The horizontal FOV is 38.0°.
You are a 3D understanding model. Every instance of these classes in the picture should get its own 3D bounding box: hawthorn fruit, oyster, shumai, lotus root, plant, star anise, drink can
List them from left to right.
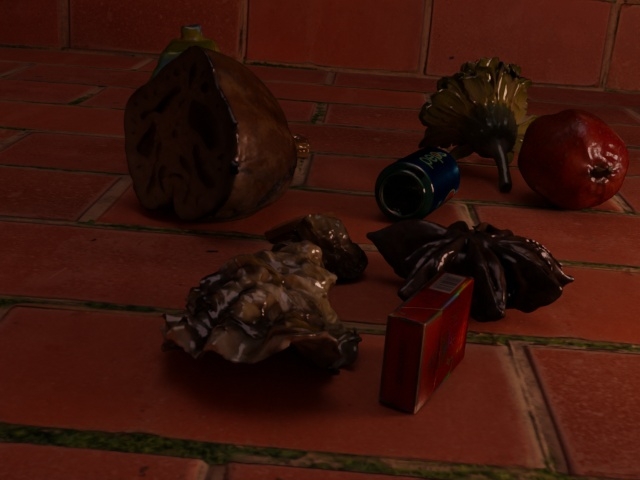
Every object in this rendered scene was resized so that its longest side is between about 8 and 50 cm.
[{"bbox_3d":[-0.183,-0.146,1.632,0.316,0.316,0.250,19,5,37],"label":"lotus root"},{"bbox_3d":[-0.062,0.081,1.127,0.237,0.115,0.351,9,19,15],"label":"oyster"},{"bbox_3d":[0.007,0.010,1.409,0.139,0.105,0.123,28,13,-7],"label":"shumai"},{"bbox_3d":[0.186,-0.107,1.739,0.118,0.118,0.205,12,21,23],"label":"drink can"},{"bbox_3d":[0.202,0.039,1.328,0.315,0.108,0.315,2,22,-1],"label":"star anise"},{"bbox_3d":[0.374,-0.266,2.030,0.305,0.261,0.297,10,16,-16],"label":"plant"},{"bbox_3d":[0.502,-0.153,1.821,0.205,0.205,0.253,1,19,-9],"label":"hawthorn fruit"}]

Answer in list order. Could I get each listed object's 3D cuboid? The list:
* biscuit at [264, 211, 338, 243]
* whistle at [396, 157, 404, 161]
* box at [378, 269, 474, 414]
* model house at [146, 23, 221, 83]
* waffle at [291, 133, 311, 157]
[{"bbox_3d":[-0.030,-0.023,1.481,0.118,0.023,0.140,-19,-6,-2],"label":"biscuit"},{"bbox_3d":[0.183,-0.142,1.974,0.033,0.033,0.176,2,19,-7],"label":"whistle"},{"bbox_3d":[0.127,0.113,1.077,0.048,0.112,0.175,13,21,24],"label":"box"},{"bbox_3d":[-0.265,-0.276,1.892,0.215,0.303,0.237,-3,19,-1],"label":"model house"},{"bbox_3d":[-0.105,-0.215,2.117,0.148,0.042,0.102,-4,19,-23],"label":"waffle"}]
